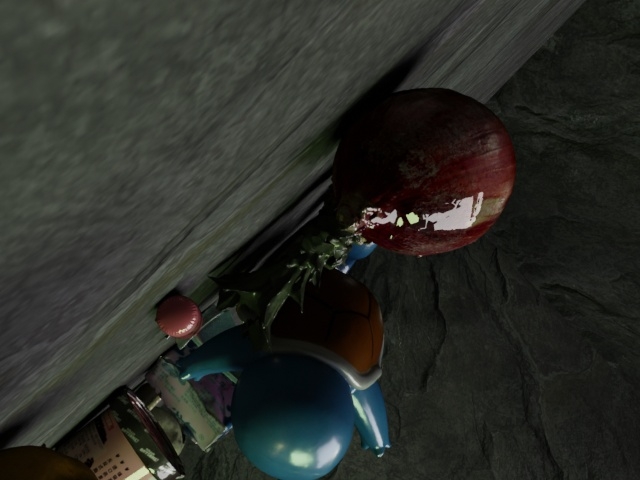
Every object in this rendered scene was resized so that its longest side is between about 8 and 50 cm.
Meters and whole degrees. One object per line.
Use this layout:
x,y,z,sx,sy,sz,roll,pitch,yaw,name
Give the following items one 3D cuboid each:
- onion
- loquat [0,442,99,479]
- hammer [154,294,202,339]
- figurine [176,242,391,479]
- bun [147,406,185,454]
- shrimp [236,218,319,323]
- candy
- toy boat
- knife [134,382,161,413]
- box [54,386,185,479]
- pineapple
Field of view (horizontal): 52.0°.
0.076,-0.053,0.573,0.195,0.159,0.159,-27,167,-43,onion
-0.246,0.239,0.536,0.141,0.141,0.141,-43,177,-3,loquat
-0.134,0.074,0.624,0.043,0.043,0.083,-43,178,-11,hammer
-0.001,0.129,0.873,0.243,0.298,0.416,-46,-163,50,figurine
-0.359,0.392,1.153,0.239,0.141,0.239,-43,-177,3,bun
-0.066,0.068,1.179,0.247,0.085,0.360,-49,177,-29,shrimp
-0.187,0.233,1.010,0.073,0.160,0.092,-49,168,29,candy
-0.136,0.155,0.930,0.096,0.122,0.034,-42,175,-39,toy boat
-0.361,0.353,1.018,0.089,0.043,0.365,9,-139,33,knife
-0.285,0.303,0.912,0.135,0.151,0.151,-33,174,-14,box
0.000,0.000,0.745,0.277,0.119,0.130,-41,-139,-15,pineapple
